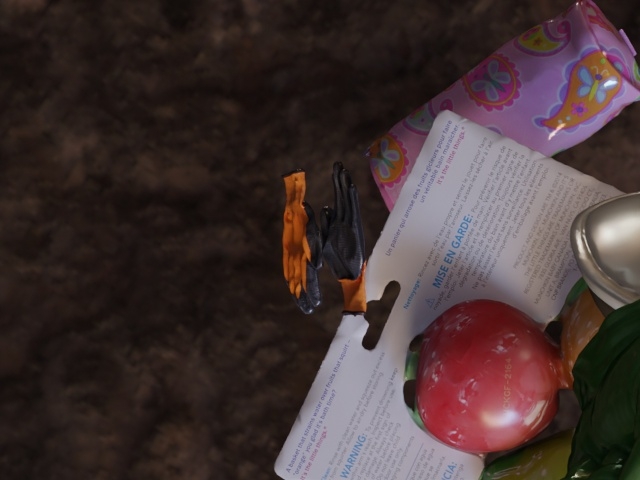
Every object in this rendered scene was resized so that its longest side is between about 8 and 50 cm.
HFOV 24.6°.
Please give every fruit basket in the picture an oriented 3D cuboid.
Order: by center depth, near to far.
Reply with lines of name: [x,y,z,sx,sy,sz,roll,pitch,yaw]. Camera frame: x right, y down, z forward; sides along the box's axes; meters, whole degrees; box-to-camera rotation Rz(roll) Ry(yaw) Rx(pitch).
fruit basket: [0.182,0.118,1.127,0.353,0.165,0.327,27,-80,19]

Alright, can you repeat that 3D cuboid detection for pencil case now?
pencil case: [0.180,-0.117,1.453,0.284,0.124,0.124,-36,-137,25]

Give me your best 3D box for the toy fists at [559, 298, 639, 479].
toy fists: [0.182,0.052,0.572,0.279,0.096,0.142,-51,-156,39]

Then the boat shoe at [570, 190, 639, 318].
boat shoe: [0.227,0.054,0.822,0.109,0.091,0.305,-22,-155,-6]

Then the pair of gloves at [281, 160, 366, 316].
pair of gloves: [0.000,0.000,0.720,0.083,0.010,0.074,-3,-88,63]
